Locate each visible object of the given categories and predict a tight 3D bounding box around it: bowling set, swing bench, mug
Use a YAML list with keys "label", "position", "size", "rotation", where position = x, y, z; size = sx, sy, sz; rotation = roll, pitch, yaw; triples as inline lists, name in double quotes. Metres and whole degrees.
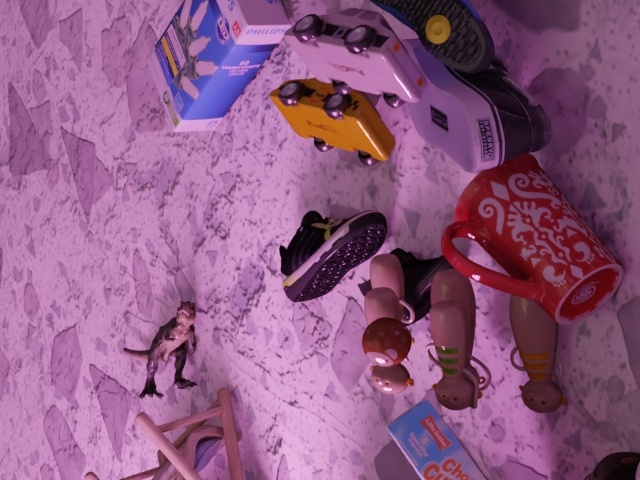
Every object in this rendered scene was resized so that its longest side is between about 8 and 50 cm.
- label: "bowling set"
  position: [0.113, 0.129, 1.763]
  size: [0.287, 0.200, 0.154]
  rotation: [13, 118, 45]
- label: "swing bench"
  position: [-0.203, 0.400, 2.353]
  size: [0.253, 0.165, 0.254]
  rotation: [-47, 65, 48]
- label: "mug"
  position: [0.224, 0.013, 1.679]
  size: [0.169, 0.150, 0.113]
  rotation: [51, 179, 31]

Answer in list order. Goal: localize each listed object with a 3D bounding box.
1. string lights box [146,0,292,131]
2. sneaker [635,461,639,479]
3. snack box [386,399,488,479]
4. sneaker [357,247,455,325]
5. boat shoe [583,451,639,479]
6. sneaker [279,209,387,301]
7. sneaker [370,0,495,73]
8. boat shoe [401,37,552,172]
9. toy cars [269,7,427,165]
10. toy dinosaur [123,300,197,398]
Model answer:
- label: "string lights box"
  position: [-0.146, -0.279, 2.198]
  size: [0.259, 0.077, 0.133]
  rotation: [-48, 57, 48]
- label: "sneaker"
  position: [0.375, 0.309, 1.545]
  size: [0.091, 0.126, 0.240]
  rotation: [-21, 38, 22]
- label: "snack box"
  position: [0.191, 0.323, 1.698]
  size: [0.322, 0.060, 0.187]
  rotation: [54, 179, 12]
- label: "sneaker"
  position: [0.109, 0.042, 1.918]
  size: [0.089, 0.051, 0.170]
  rotation: [59, 143, 22]
- label: "boat shoe"
  position: [0.347, 0.382, 1.602]
  size: [0.120, 0.123, 0.324]
  rotation: [-53, 46, 53]
- label: "sneaker"
  position: [0.000, 0.000, 2.039]
  size: [0.235, 0.084, 0.097]
  rotation: [-42, 62, 51]
- label: "sneaker"
  position: [0.125, -0.254, 1.708]
  size: [0.209, 0.082, 0.069]
  rotation: [42, 114, 28]
- label: "boat shoe"
  position: [0.170, -0.162, 1.740]
  size: [0.306, 0.105, 0.113]
  rotation: [-130, 30, -69]
- label: "toy cars"
  position: [0.041, -0.193, 1.848]
  size: [0.176, 0.087, 0.393]
  rotation: [38, 165, 4]
- label: "toy dinosaur"
  position: [-0.244, 0.183, 2.453]
  size: [0.268, 0.064, 0.118]
  rotation: [-37, 52, 52]
